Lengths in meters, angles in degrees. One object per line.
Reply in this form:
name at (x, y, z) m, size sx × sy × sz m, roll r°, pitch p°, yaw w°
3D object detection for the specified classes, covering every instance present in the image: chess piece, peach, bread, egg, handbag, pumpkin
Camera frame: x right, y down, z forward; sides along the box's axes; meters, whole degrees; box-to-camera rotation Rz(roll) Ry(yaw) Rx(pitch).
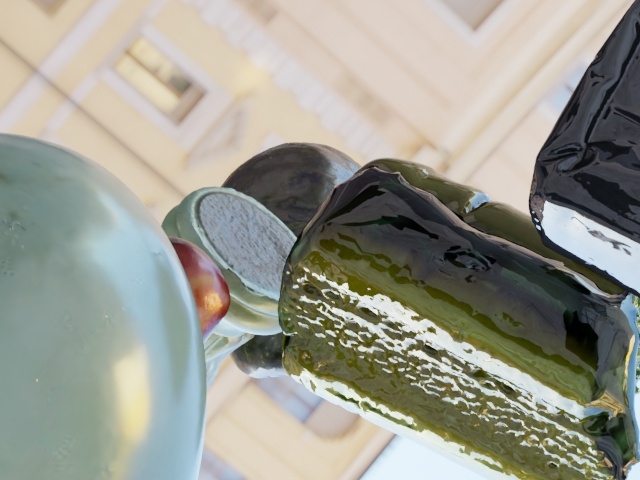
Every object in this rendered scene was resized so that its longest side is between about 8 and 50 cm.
chess piece at (-0.153, 0.097, 1.910) m, size 0.298 × 0.175 × 0.176 m, roll -49°, pitch -165°, yaw 28°
peach at (-0.125, 0.048, 1.505) m, size 0.101 × 0.100 × 0.101 m, roll -44°, pitch -162°, yaw 18°
bread at (0.144, 0.078, 1.689) m, size 0.208 × 0.376 × 0.251 m, roll -50°, pitch 159°, yaw -49°
egg at (-0.210, 0.128, 0.901) m, size 0.389 × 0.276 × 0.276 m, roll -61°, pitch -163°, yaw 1°
handbag at (0.332, -0.056, 1.274) m, size 0.275 × 0.302 × 0.178 m, roll -57°, pitch 161°, yaw -15°
pumpkin at (0.000, 0.000, 2.072) m, size 0.242 × 0.232 × 0.325 m, roll -11°, pitch -164°, yaw 15°
